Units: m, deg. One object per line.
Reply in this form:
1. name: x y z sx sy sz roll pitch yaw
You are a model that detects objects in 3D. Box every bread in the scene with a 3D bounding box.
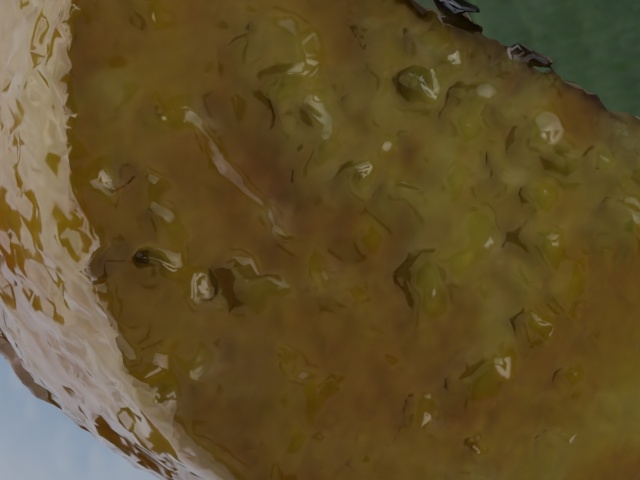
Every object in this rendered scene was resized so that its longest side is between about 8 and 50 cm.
1. bread: 0.000 0.000 0.392 0.143 0.229 0.139 10 77 65
